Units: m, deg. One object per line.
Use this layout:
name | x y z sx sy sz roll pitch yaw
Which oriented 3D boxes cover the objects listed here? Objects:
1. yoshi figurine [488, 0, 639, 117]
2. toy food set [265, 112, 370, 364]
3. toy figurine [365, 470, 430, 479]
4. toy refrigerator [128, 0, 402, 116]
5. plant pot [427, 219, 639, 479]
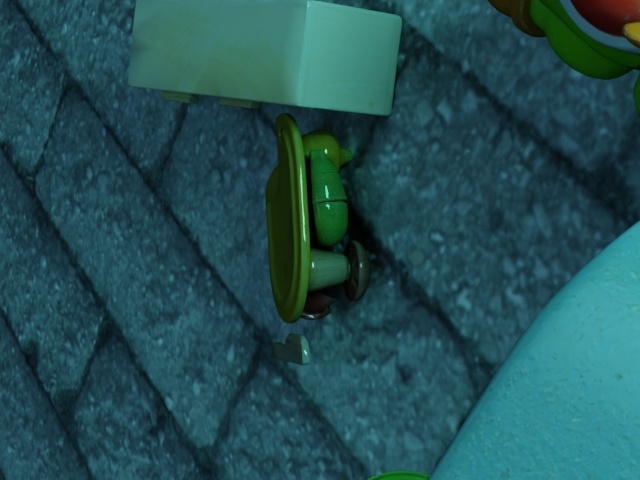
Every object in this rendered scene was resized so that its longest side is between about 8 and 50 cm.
yoshi figurine | 0.251 -0.128 0.745 0.203 0.203 0.362 -33 36 1
toy food set | 0.000 0.000 1.107 0.128 0.071 0.218 145 123 -73
toy figurine | 0.068 0.287 0.991 0.173 0.130 0.159 39 136 17
toy refrigerator | -0.057 -0.161 1.150 0.269 0.102 0.094 15 100 50
plant pot | 0.232 0.113 0.613 0.248 0.247 0.252 26 90 49
